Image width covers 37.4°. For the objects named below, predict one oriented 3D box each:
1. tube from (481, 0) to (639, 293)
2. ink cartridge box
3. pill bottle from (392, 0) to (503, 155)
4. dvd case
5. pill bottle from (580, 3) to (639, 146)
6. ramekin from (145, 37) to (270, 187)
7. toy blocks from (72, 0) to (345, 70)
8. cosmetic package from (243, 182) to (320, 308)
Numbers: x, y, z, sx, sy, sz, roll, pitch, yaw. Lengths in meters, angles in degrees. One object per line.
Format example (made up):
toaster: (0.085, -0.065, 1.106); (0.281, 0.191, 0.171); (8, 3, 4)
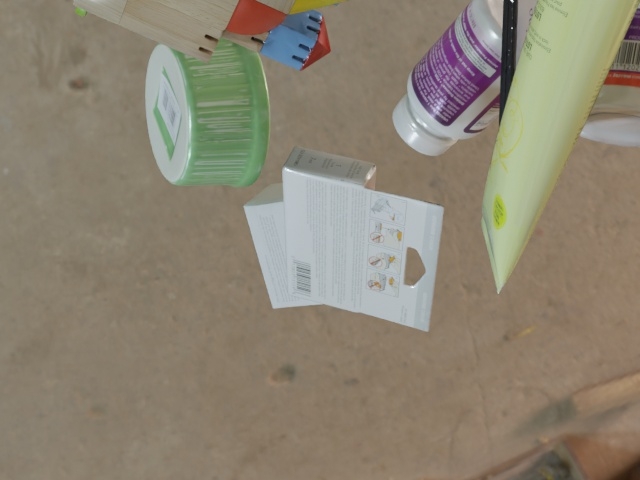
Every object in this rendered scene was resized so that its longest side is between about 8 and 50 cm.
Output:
tube: (0.149, -0.083, 0.635); (0.070, 0.062, 0.240); (-27, 141, -43)
ink cartridge box: (0.065, 0.002, 1.418); (0.239, 0.060, 0.275); (14, 137, 13)
pill bottle: (0.256, -0.283, 1.636); (0.169, 0.169, 0.301); (16, 141, -26)
dvd case: (0.326, -0.264, 1.298); (0.253, 0.022, 0.180); (-23, 120, -41)
pill bottle: (0.253, -0.179, 0.740); (0.108, 0.108, 0.193); (17, 81, -26)
ramekin: (-0.222, -0.243, 1.776); (0.148, 0.303, 0.303); (-8, 129, -26)
toy blocks: (-0.061, -0.299, 0.880); (0.261, 0.190, 0.381); (21, 138, -14)
cosmetic package: (0.000, 0.000, 1.849); (0.225, 0.138, 0.224); (-6, 110, 23)
